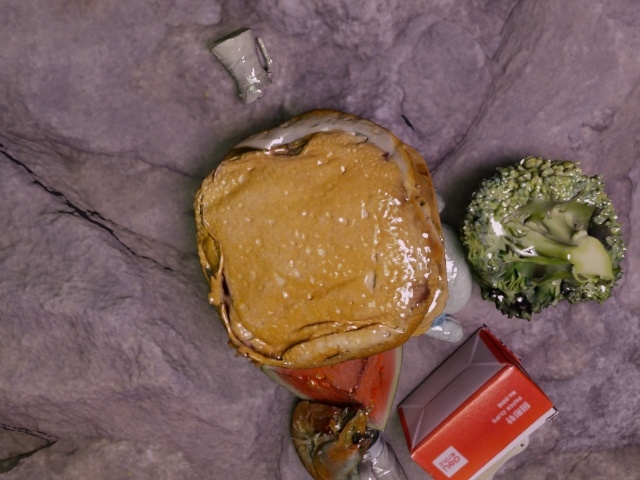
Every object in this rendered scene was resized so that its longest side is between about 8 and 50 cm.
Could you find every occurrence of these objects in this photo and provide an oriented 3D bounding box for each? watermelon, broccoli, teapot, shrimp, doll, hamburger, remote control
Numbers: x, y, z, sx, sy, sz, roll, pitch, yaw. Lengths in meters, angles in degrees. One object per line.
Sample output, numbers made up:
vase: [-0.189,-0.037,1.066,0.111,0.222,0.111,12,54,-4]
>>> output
watermelon: [0.017,0.163,0.891,0.145,0.137,0.193,7,102,28]
broccoli: [0.275,0.006,0.817,0.198,0.176,0.226,-42,87,3]
teapot: [0.093,0.367,0.935,0.077,0.107,0.200,-25,104,9]
shrimp: [0.007,0.256,0.874,0.051,0.217,0.115,-29,75,-34]
doll: [0.143,0.039,0.870,0.103,0.071,0.214,-14,105,1]
hamburger: [0.000,0.000,0.788,0.318,0.158,0.319,0,89,12]
remote control: [0.240,0.303,0.963,0.074,0.032,0.122,40,99,-11]
teapot: [-0.089,-0.212,0.810,0.067,0.057,0.083,-34,111,-23]

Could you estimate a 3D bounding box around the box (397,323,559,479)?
box: [0.203,0.224,0.889,0.099,0.133,0.182,43,97,-13]
